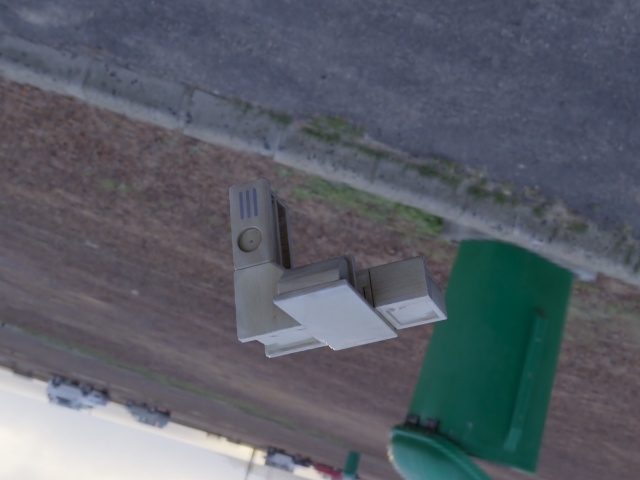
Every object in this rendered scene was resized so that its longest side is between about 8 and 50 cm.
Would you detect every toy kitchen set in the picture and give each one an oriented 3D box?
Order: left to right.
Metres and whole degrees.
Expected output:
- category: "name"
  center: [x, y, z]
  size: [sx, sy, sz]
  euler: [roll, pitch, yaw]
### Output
- category: "toy kitchen set"
  center: [0.000, 0.000, 0.380]
  size: [0.083, 0.075, 0.068]
  euler: [-14, 155, 16]
